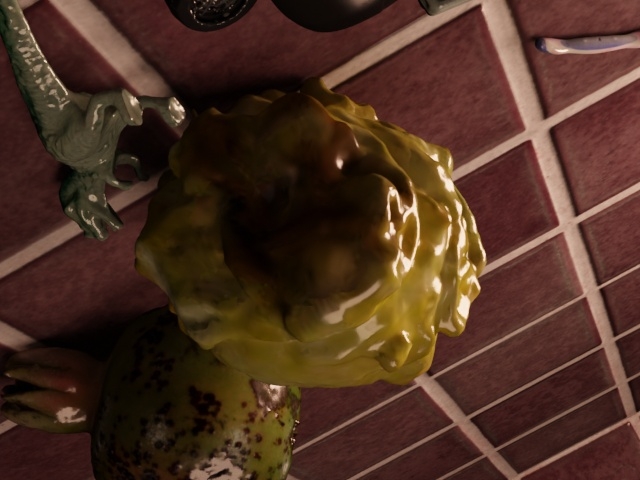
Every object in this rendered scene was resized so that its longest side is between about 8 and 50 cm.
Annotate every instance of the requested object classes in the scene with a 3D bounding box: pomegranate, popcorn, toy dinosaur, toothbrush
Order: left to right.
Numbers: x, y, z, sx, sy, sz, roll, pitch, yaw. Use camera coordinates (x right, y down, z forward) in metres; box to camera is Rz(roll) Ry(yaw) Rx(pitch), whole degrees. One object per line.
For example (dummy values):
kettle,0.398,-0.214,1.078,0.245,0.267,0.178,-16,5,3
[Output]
toy dinosaur,-0.179,-0.119,0.971,0.129,0.076,0.383,-4,143,0
pomegranate,-0.194,0.197,1.371,0.341,0.285,0.285,10,147,-2
popcorn,0.000,-0.004,1.125,0.312,0.312,0.312,-21,153,-11
toothbrush,0.335,-0.218,1.308,0.269,0.021,0.027,-9,143,-30

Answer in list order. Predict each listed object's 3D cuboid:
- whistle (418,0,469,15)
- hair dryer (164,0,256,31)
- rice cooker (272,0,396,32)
whistle,0.206,-0.280,0.939,0.290,0.163,0.163,-24,153,-6
hair dryer,-0.172,-0.177,0.799,0.255,0.128,0.070,-21,152,-20
rice cooker,0.031,-0.245,0.849,0.203,0.142,0.118,-51,130,2
